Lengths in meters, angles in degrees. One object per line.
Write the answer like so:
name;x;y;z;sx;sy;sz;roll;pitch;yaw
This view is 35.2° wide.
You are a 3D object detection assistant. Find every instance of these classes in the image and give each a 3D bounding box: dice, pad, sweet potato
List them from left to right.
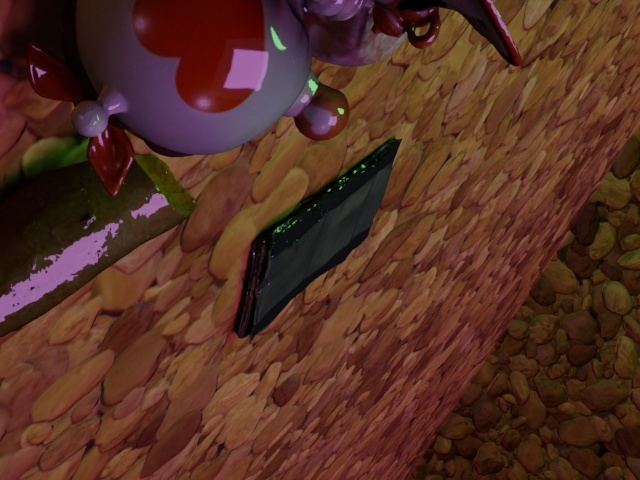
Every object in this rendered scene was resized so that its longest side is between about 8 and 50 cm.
sweet potato;-0.186;0.013;0.610;0.243;0.077;0.077;-33;155;-24
pad;0.001;0.000;1.086;0.233;0.022;0.174;-38;156;-38
dice;0.021;-0.182;0.692;0.091;0.094;0.093;-36;154;-36

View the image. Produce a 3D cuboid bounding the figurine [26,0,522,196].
figurine;-0.047;-0.119;0.542;0.226;0.160;0.183;-36;127;6
